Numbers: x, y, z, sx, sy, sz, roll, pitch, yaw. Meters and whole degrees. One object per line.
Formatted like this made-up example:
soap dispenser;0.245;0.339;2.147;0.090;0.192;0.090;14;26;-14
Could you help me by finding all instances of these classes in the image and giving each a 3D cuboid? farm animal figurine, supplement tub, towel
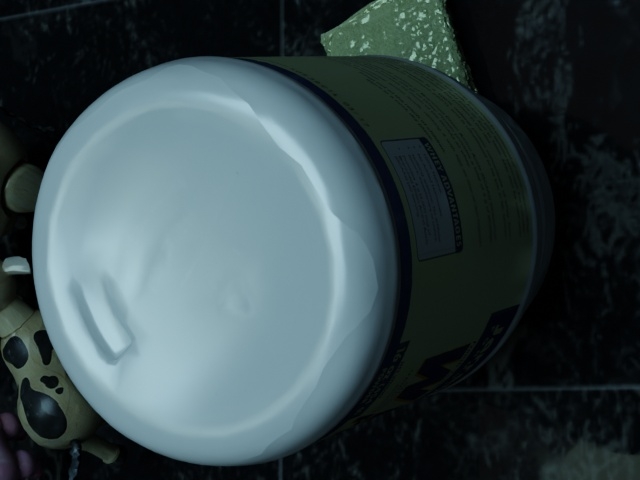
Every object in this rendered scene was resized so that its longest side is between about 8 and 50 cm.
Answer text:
farm animal figurine;-0.298;0.039;1.375;0.330;0.172;0.327;-1;72;30
supplement tub;0.000;0.000;1.092;0.235;0.325;0.235;3;97;28
towel;0.063;-0.113;1.263;0.110;0.027;0.148;-27;70;28
